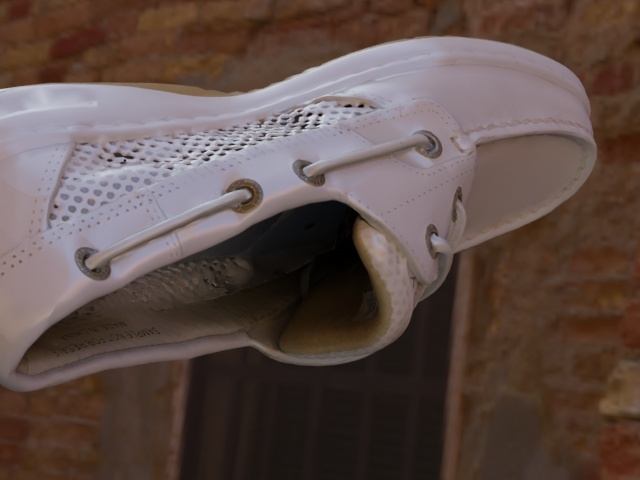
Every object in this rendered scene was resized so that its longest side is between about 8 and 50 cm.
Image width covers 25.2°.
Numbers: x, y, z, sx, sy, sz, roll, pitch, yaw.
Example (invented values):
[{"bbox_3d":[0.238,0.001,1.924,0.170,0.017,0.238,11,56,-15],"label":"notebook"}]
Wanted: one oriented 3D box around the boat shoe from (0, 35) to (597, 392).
[{"bbox_3d":[0.000,0.000,0.481,0.277,0.096,0.098,-12,-38,-34],"label":"boat shoe"}]
